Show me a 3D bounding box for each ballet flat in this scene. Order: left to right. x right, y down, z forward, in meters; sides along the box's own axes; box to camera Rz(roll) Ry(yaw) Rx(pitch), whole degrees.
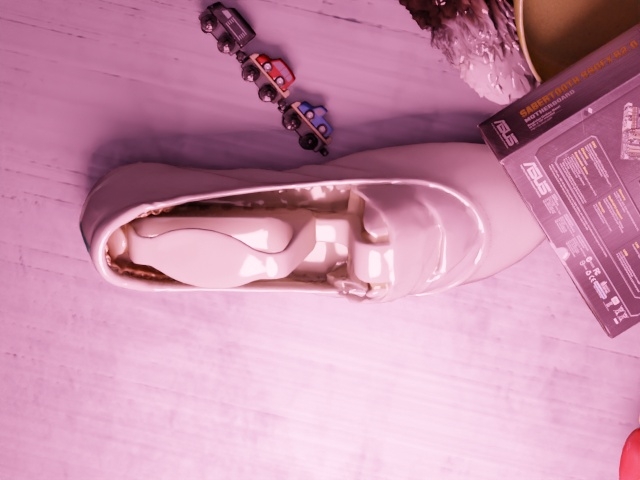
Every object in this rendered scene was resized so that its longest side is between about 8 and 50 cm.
[{"bbox_3d":[0.000,0.000,1.261,0.400,0.139,0.139,-1,99,1],"label":"ballet flat"}]

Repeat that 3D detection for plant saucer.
[{"bbox_3d":[0.230,-0.224,1.206,0.241,0.037,0.241,-23,130,-31],"label":"plant saucer"}]

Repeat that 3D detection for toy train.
[{"bbox_3d":[-0.041,-0.136,1.296,0.036,0.027,0.158,-41,96,-3],"label":"toy train"}]

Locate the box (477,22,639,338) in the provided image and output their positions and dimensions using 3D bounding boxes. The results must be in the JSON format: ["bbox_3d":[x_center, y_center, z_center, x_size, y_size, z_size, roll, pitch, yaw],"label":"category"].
[{"bbox_3d":[0.255,-0.050,1.233,0.183,0.056,0.231,-33,128,7],"label":"box"}]

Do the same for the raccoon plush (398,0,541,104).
[{"bbox_3d":[0.076,-0.303,1.118,0.216,0.299,0.446,-37,97,13],"label":"raccoon plush"}]

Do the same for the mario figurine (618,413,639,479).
[{"bbox_3d":[0.375,0.136,1.252,0.198,0.170,0.320,40,91,30],"label":"mario figurine"}]
